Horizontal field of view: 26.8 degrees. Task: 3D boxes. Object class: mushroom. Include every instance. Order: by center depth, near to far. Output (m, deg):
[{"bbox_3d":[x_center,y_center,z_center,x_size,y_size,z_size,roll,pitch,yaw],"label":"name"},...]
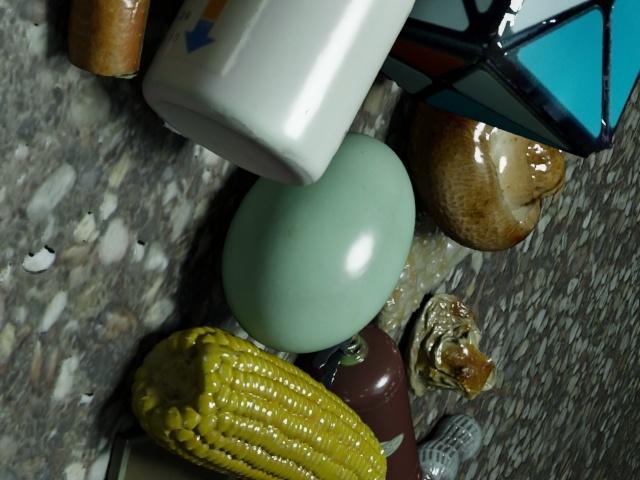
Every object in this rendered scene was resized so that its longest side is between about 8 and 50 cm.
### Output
[{"bbox_3d":[0.197,-0.113,1.550,0.253,0.153,0.253,-18,113,-50],"label":"mushroom"}]

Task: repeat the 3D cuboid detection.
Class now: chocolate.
[{"bbox_3d":[0.174,0.305,1.917,0.167,0.072,0.072,-39,141,-44],"label":"chocolate"}]

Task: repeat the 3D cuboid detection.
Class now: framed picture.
[{"bbox_3d":[-0.161,0.310,1.369,0.209,0.019,0.281,-3,110,-57],"label":"framed picture"}]

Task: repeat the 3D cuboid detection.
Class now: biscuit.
[{"bbox_3d":[0.148,-0.015,1.671,0.290,0.038,0.141,-41,138,-37],"label":"biscuit"}]

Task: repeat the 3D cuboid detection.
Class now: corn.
[{"bbox_3d":[-0.050,0.186,1.336,0.344,0.131,0.131,39,76,-51],"label":"corn"}]

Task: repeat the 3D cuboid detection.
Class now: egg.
[{"bbox_3d":[0.000,0.000,1.283,0.231,0.168,0.168,-60,152,-19],"label":"egg"}]

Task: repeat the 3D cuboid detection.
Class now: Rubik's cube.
[{"bbox_3d":[0.170,-0.255,1.273,0.246,0.250,0.248,29,86,-50],"label":"Rubik's cube"}]

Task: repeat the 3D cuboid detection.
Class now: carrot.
[{"bbox_3d":[-0.142,-0.233,0.974,0.067,0.067,0.225,-20,128,-54],"label":"carrot"}]

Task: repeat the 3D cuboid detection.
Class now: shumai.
[{"bbox_3d":[0.176,0.152,1.759,0.145,0.116,0.146,-41,142,-43],"label":"shumai"}]

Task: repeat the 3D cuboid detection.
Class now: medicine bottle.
[{"bbox_3d":[-0.012,-0.205,1.110,0.293,0.170,0.170,-63,152,-7],"label":"medicine bottle"}]

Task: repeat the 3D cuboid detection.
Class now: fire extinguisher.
[{"bbox_3d":[0.044,0.200,1.561,0.337,0.114,0.135,78,31,-47],"label":"fire extinguisher"}]
